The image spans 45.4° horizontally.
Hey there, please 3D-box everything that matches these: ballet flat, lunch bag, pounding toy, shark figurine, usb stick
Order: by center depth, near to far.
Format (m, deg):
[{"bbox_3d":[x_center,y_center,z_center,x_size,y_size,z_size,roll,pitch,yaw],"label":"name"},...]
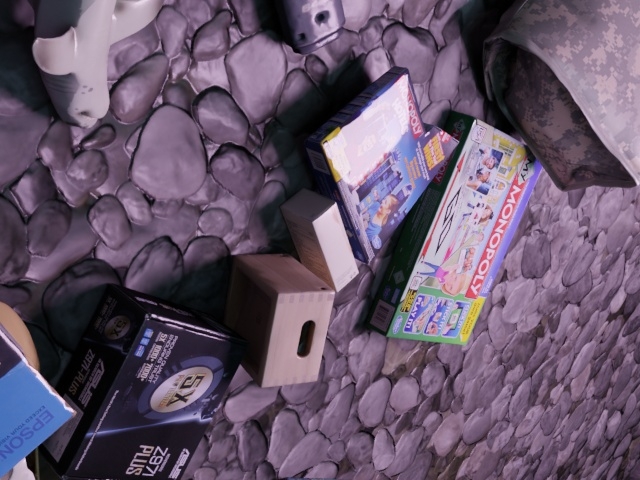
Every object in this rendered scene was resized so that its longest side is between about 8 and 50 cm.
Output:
[{"bbox_3d":[-0.179,-0.225,0.582,0.278,0.116,0.166,-61,173,10],"label":"shark figurine"},{"bbox_3d":[-0.283,0.166,0.695,0.080,0.073,0.232,-16,121,-37],"label":"ballet flat"},{"bbox_3d":[-0.032,-0.311,0.715,0.077,0.045,0.278,-38,133,-26],"label":"usb stick"},{"bbox_3d":[-0.046,0.096,0.867,0.100,0.130,0.141,-1,111,-32],"label":"pounding toy"},{"bbox_3d":[0.360,-0.245,1.041,0.287,0.169,0.235,47,71,-20],"label":"lunch bag"}]

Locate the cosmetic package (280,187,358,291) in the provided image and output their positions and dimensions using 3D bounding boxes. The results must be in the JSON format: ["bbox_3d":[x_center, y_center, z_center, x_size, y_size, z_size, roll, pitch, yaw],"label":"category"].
[{"bbox_3d":[0.000,0.000,0.900,0.041,0.060,0.115,-41,135,-24],"label":"cosmetic package"}]

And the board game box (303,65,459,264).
[{"bbox_3d":[0.076,-0.106,0.920,0.194,0.060,0.194,-43,135,-22],"label":"board game box"}]

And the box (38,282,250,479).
[{"bbox_3d":[-0.181,0.154,0.787,0.147,0.077,0.180,28,90,-49],"label":"box"}]

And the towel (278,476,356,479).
[{"bbox_3d":[0.009,0.491,1.185,0.370,0.040,0.271,24,92,-46],"label":"towel"}]

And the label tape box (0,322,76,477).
[{"bbox_3d":[-0.358,0.074,0.489,0.241,0.106,0.333,-41,133,-19],"label":"label tape box"}]

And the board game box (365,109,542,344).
[{"bbox_3d":[0.201,-0.005,1.107,0.214,0.046,0.317,13,101,-46],"label":"board game box"}]
